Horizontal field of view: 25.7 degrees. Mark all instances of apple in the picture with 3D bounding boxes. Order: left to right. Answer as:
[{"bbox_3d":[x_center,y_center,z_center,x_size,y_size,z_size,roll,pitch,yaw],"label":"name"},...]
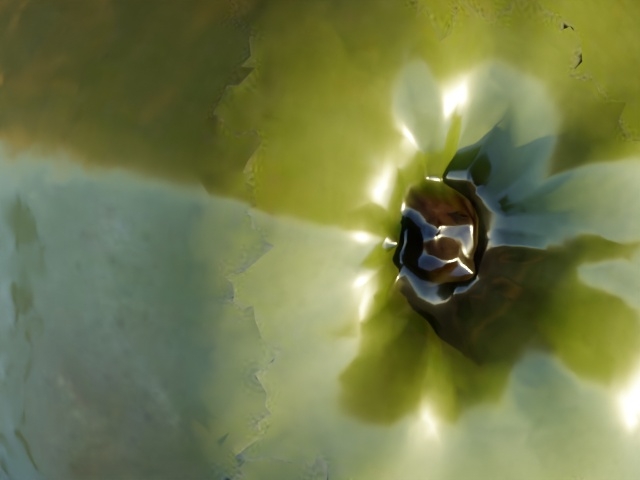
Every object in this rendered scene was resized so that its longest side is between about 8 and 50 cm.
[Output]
[{"bbox_3d":[0.000,0.000,0.556,0.357,0.357,0.357,8,177,0],"label":"apple"}]
